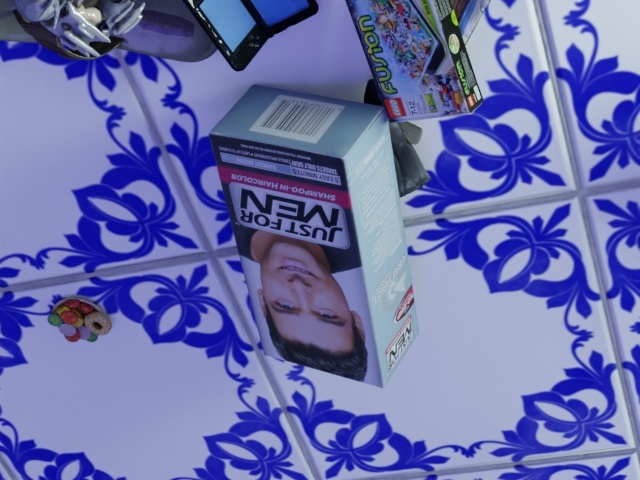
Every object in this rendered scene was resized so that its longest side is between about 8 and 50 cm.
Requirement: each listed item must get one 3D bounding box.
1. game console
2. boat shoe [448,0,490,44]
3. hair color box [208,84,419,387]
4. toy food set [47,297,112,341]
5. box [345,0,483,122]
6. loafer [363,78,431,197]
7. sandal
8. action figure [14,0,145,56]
[{"bbox_3d":[-0.079,-0.270,1.478,0.071,0.107,0.122,1,137,46],"label":"game console"},{"bbox_3d":[0.147,-0.258,1.465,0.066,0.066,0.183,29,129,1],"label":"boat shoe"},{"bbox_3d":[0.000,0.000,1.633,0.185,0.113,0.374,13,136,27],"label":"hair color box"},{"bbox_3d":[-0.347,0.115,1.877,0.082,0.020,0.083,-31,120,30],"label":"toy food set"},{"bbox_3d":[0.096,-0.234,1.447,0.114,0.036,0.207,-3,118,40],"label":"box"},{"bbox_3d":[0.093,-0.129,1.589,0.061,0.062,0.170,-19,130,-6],"label":"loafer"},{"bbox_3d":[-0.264,-0.258,1.500,0.302,0.086,0.120,7,131,2],"label":"sandal"},{"bbox_3d":[-0.253,-0.304,1.328,0.099,0.285,0.185,-19,126,22],"label":"action figure"}]
